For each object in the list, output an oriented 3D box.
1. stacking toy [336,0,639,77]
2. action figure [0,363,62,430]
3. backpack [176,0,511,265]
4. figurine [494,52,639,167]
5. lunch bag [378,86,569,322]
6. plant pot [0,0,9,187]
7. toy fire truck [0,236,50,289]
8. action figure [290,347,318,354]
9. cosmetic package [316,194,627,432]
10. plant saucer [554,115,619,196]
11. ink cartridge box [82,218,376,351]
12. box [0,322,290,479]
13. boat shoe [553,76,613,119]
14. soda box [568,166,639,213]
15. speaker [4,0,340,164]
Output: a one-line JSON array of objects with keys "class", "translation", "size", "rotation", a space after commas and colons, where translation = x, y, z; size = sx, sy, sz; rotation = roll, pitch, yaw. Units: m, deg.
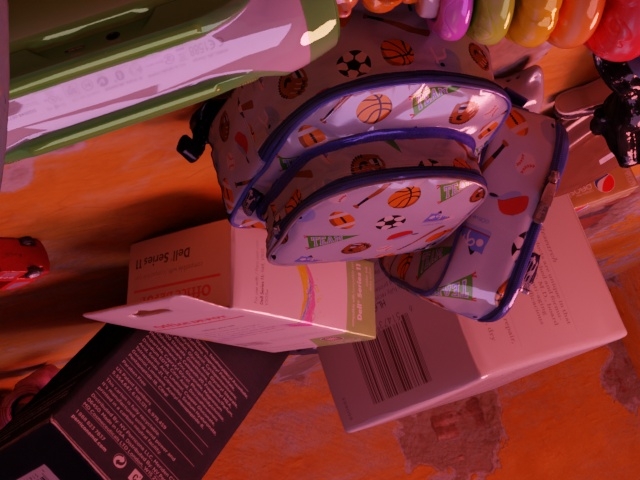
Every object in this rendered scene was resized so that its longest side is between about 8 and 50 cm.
[{"class": "stacking toy", "translation": [0.129, -0.209, 0.708], "size": [0.302, 0.175, 0.166], "rotation": [-8, 162, -4]}, {"class": "action figure", "translation": [-0.569, 0.320, 1.697], "size": [0.276, 0.248, 0.370], "rotation": [20, 147, -27]}, {"class": "backpack", "translation": [0.038, -0.103, 0.846], "size": [0.276, 0.213, 0.263], "rotation": [-10, 152, -25]}, {"class": "figurine", "translation": [0.317, -0.165, 1.165], "size": [0.215, 0.092, 0.209], "rotation": [-14, 150, 12]}, {"class": "lunch bag", "translation": [0.166, -0.046, 1.042], "size": [0.115, 0.243, 0.303], "rotation": [19, -178, -13]}, {"class": "plant pot", "translation": [-0.272, -0.054, 0.396], "size": [0.248, 0.247, 0.252], "rotation": [29, 97, -39]}, {"class": "toy fire truck", "translation": [-0.419, 0.042, 1.041], "size": [0.135, 0.047, 0.192], "rotation": [-27, 165, 28]}, {"class": "action figure", "translation": [-0.045, 0.180, 1.835], "size": [0.330, 0.178, 0.341], "rotation": [-17, 167, 27]}, {"class": "cosmetic package", "translation": [0.223, 0.091, 1.546], "size": [0.394, 0.327, 0.329], "rotation": [-6, 160, -42]}, {"class": "plant saucer", "translation": [0.421, -0.149, 1.416], "size": [0.278, 0.041, 0.278], "rotation": [-25, 158, -11]}, {"class": "ink cartridge box", "translation": [-0.112, 0.063, 1.225], "size": [0.207, 0.119, 0.353], "rotation": [-12, 160, 39]}, {"class": "box", "translation": [-0.279, 0.253, 1.357], "size": [0.293, 0.212, 0.395], "rotation": [-33, -167, 39]}, {"class": "boat shoe", "translation": [0.382, -0.195, 1.270], "size": [0.125, 0.046, 0.038], "rotation": [-18, 166, 3]}, {"class": "soda box", "translation": [0.527, -0.095, 1.820], "size": [0.181, 0.058, 0.061], "rotation": [-18, 166, -6]}, {"class": "speaker", "translation": [-0.143, -0.134, 0.606], "size": [0.296, 0.131, 0.131], "rotation": [-19, 166, -4]}]
